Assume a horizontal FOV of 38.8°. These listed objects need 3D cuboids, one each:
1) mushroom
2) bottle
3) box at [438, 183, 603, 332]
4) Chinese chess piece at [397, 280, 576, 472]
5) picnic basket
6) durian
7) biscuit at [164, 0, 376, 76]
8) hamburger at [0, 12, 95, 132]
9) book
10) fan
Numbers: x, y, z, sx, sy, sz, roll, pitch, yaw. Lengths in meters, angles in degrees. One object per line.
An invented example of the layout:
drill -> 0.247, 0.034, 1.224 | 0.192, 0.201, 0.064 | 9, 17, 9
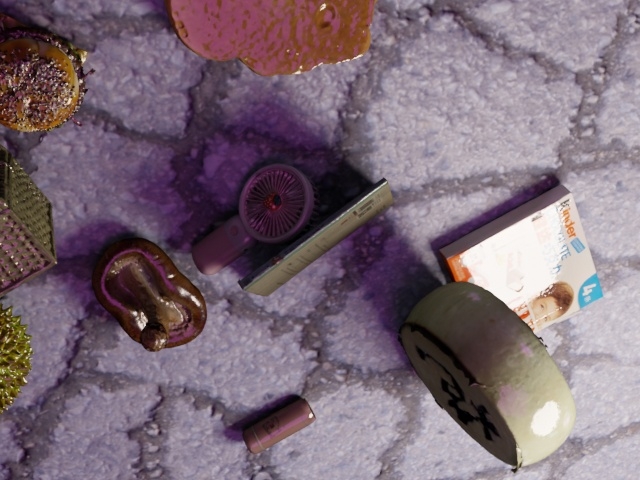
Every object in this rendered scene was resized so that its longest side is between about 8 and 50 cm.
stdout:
mushroom -> -0.261, 0.127, 1.450 | 0.148, 0.217, 0.227 | -41, 123, 6
bottle -> -0.079, 0.355, 1.739 | 0.140, 0.053, 0.053 | -29, 123, -1
box -> 0.388, 0.064, 1.733 | 0.264, 0.048, 0.273 | -29, 123, -1
Chinese chess piece -> 0.291, 0.240, 1.619 | 0.146, 0.349, 0.349 | -36, 124, -12
picnic basket -> -0.478, -0.033, 1.301 | 0.134, 0.196, 0.154 | -29, 123, 0
durian -> -0.555, 0.188, 1.402 | 0.236, 0.176, 0.200 | -18, 79, 7
biscuit -> -0.044, -0.381, 1.335 | 0.375, 0.051, 0.270 | -14, 119, -12
hamburger -> -0.418, -0.223, 1.274 | 0.189, 0.093, 0.164 | 11, 115, -22
book -> 0.000, 0.000, 1.495 | 0.282, 0.215, 0.025 | -35, 81, 1
fan -> -0.110, -0.025, 1.481 | 0.244, 0.130, 0.074 | -35, 157, 17
